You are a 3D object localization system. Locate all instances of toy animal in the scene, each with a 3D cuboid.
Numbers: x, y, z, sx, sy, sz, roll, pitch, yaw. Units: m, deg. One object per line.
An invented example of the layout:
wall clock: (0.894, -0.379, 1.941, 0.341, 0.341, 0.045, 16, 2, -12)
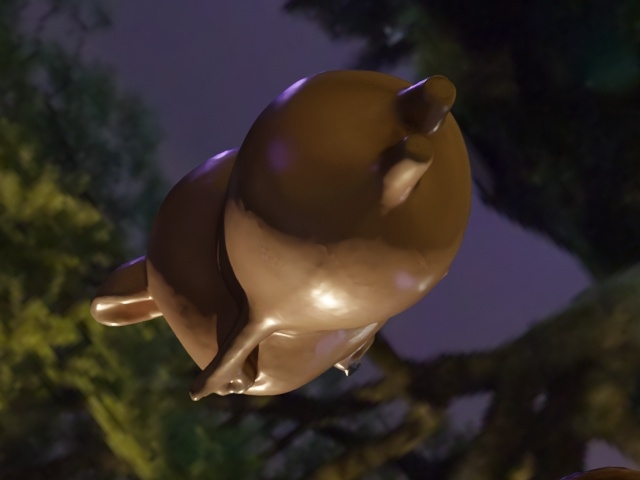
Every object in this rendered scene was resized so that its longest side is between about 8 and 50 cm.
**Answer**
toy animal: (-0.003, -0.006, 0.508, 0.083, 0.150, 0.089, -12, -99, -33)

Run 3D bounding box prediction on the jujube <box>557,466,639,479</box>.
jujube: (0.158, 0.224, 0.877, 0.255, 0.190, 0.190, 71, 175, -45)
